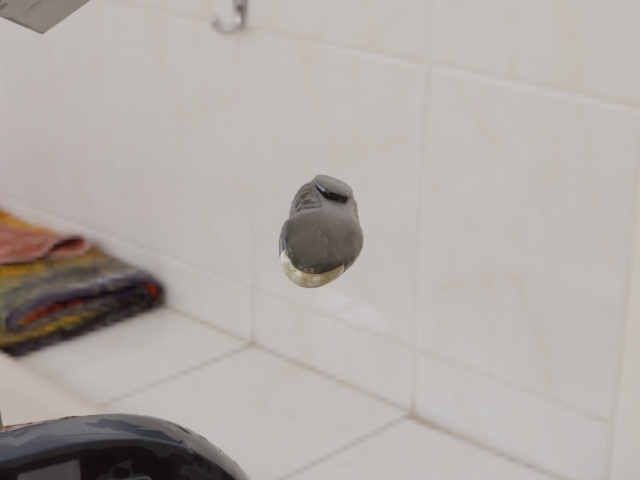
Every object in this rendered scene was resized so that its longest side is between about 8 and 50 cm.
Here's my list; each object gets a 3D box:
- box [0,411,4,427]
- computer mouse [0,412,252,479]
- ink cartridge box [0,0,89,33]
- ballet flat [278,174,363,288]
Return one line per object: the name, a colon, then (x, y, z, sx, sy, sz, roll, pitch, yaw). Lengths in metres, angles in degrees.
box: (-0.473, 0.242, 0.897, 0.471, 0.480, 0.297, -26, -29, 18)
computer mouse: (-0.133, 0.103, 0.361, 0.272, 0.189, 0.072, 6, -11, -36)
ink cartridge box: (-0.222, -0.306, 0.952, 0.171, 0.233, 0.168, -30, -27, 26)
ballet flat: (0.000, 0.000, 0.940, 0.057, 0.049, 0.173, 19, 20, -1)
